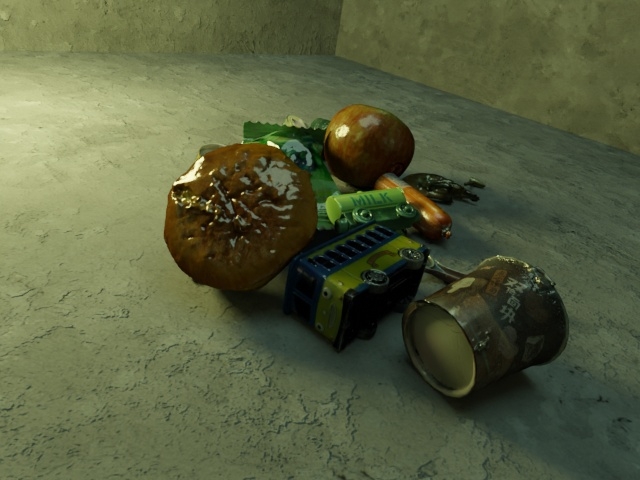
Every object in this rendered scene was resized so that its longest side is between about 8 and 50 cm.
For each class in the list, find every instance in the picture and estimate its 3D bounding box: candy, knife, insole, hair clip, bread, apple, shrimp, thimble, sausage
[{"bbox_3d":[-0.074,-0.174,1.386,0.263,0.171,0.397,-5,46,-13],"label":"candy"},{"bbox_3d":[0.337,0.080,1.162,0.278,0.053,0.123,20,26,17],"label":"knife"},{"bbox_3d":[0.000,0.000,1.239,0.153,0.002,0.053,-22,60,-41],"label":"insole"},{"bbox_3d":[-0.068,-0.432,1.942,0.159,0.071,0.218,-1,36,-30],"label":"hair clip"},{"bbox_3d":[-0.157,-0.043,0.988,0.313,0.172,0.311,-1,70,3],"label":"bread"},{"bbox_3d":[0.149,-0.288,1.589,0.310,0.249,0.278,22,-2,-37],"label":"apple"},{"bbox_3d":[0.386,-0.170,1.622,0.255,0.059,0.145,26,35,28],"label":"shrimp"},{"bbox_3d":[0.012,-0.367,1.779,0.090,0.135,0.118,21,35,20],"label":"thimble"},{"bbox_3d":[0.272,-0.091,1.411,0.093,0.092,0.312,-8,33,-28],"label":"sausage"}]

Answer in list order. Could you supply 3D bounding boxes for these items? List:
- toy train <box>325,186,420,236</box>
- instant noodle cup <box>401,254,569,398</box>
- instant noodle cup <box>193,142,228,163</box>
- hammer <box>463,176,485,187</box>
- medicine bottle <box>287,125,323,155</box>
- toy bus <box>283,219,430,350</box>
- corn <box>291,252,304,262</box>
[{"bbox_3d":[0.135,-0.077,1.300,0.254,0.105,0.157,-9,50,-26],"label":"toy train"},{"bbox_3d":[0.276,0.154,0.865,0.208,0.217,0.217,-17,38,-28],"label":"instant noodle cup"},{"bbox_3d":[-0.284,-0.181,1.340,0.152,0.122,0.151,13,44,-13],"label":"instant noodle cup"},{"bbox_3d":[0.523,-0.191,1.693,0.060,0.028,0.195,28,20,20],"label":"hammer"},{"bbox_3d":[-0.107,-0.336,1.702,0.213,0.121,0.122,22,31,22],"label":"medicine bottle"},{"bbox_3d":[0.078,0.079,0.997,0.175,0.138,0.288,30,35,30],"label":"toy bus"},{"bbox_3d":[-0.036,0.042,1.140,0.084,0.027,0.028,-3,11,-23],"label":"corn"}]
